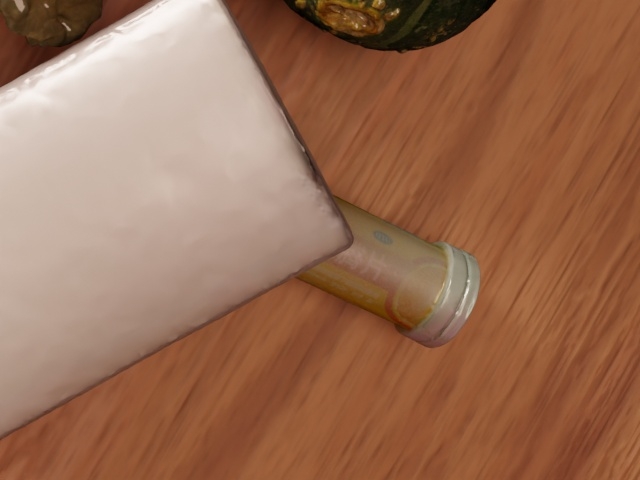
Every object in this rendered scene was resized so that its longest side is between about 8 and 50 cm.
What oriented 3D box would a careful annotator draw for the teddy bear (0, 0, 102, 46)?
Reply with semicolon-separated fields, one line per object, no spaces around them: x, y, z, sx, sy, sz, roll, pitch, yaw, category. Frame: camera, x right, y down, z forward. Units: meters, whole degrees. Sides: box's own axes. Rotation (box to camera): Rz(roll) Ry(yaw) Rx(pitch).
-0.209;-0.223;0.615;0.256;0.156;0.267;17;90;-26;teddy bear

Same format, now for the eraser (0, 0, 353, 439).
-0.137;-0.010;0.668;0.270;0.095;0.174;-29;97;2;eraser

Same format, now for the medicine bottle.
0.000;0.000;0.784;0.218;0.074;0.074;25;89;-22;medicine bottle

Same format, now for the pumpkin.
0.039;-0.207;0.721;0.190;0.146;0.190;1;87;-18;pumpkin
